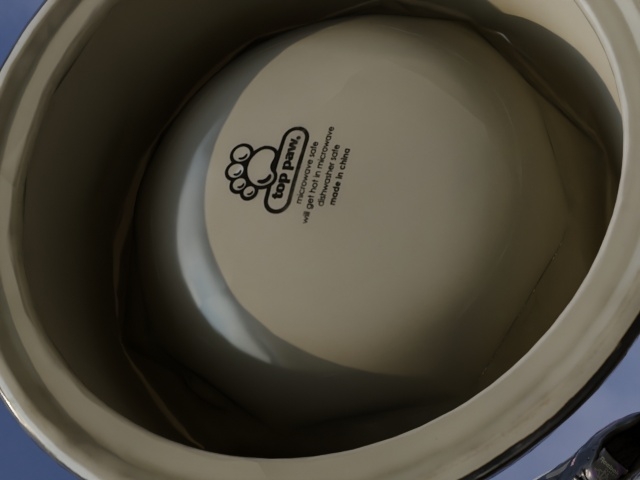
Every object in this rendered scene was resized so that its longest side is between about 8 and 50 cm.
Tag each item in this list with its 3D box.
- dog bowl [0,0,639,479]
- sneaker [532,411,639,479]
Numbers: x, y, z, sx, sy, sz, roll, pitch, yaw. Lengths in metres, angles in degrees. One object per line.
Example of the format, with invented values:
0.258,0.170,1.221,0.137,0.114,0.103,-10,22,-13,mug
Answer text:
0.006,-0.023,0.681,0.150,0.408,0.408,53,-144,-63,dog bowl
0.342,0.322,1.536,0.283,0.124,0.107,-41,-108,-21,sneaker
